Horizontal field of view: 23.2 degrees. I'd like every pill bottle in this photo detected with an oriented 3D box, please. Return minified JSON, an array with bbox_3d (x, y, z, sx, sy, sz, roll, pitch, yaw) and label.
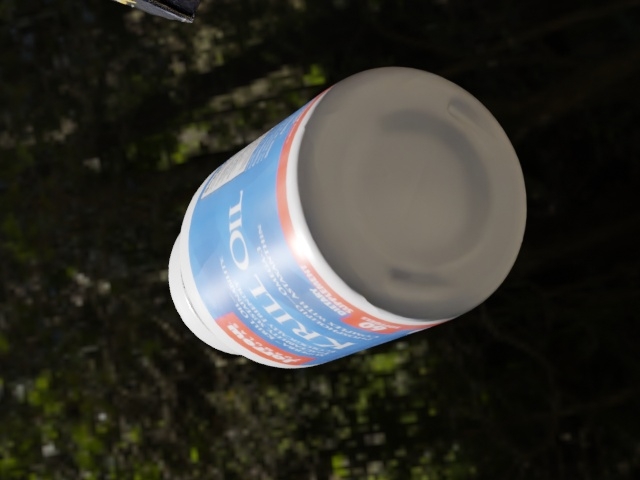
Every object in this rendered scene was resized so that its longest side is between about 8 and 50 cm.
[{"bbox_3d":[0.000,0.000,0.805,0.221,0.124,0.124,151,118,-63],"label":"pill bottle"}]

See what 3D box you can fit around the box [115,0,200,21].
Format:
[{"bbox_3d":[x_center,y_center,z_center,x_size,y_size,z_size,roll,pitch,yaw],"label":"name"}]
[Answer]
[{"bbox_3d":[-0.115,-0.280,0.802,0.073,0.293,0.295,21,-87,-43],"label":"box"}]
